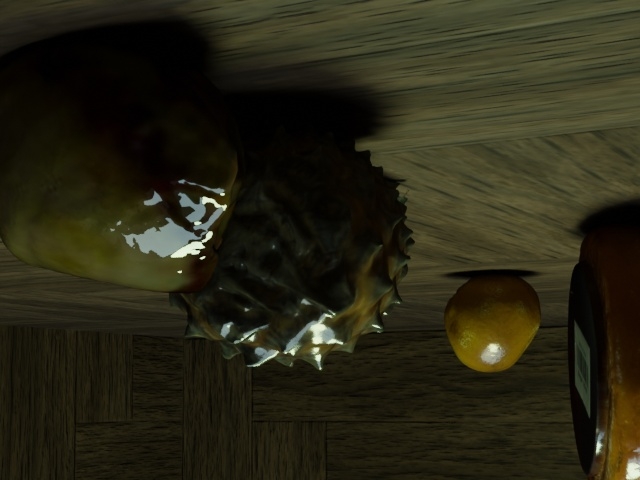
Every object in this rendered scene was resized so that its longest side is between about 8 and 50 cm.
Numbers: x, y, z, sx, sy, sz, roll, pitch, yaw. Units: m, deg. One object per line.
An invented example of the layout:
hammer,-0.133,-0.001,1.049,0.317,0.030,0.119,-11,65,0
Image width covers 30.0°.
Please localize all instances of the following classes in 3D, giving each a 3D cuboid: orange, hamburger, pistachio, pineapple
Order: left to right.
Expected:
pistachio,-0.109,-0.041,0.662,0.165,0.131,0.210,48,150,-21
pineapple,0.000,0.000,0.881,0.175,0.175,0.361,-2,-179,15
orange,0.256,0.119,1.797,0.136,0.159,0.159,33,179,12
hamburger,0.398,0.132,1.259,0.250,0.330,0.330,-2,172,6
